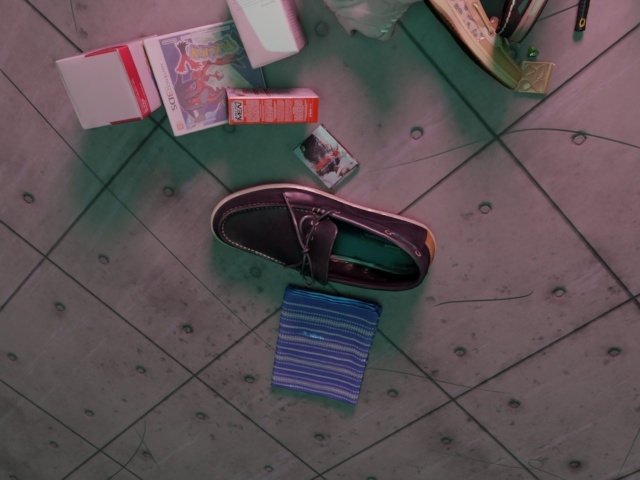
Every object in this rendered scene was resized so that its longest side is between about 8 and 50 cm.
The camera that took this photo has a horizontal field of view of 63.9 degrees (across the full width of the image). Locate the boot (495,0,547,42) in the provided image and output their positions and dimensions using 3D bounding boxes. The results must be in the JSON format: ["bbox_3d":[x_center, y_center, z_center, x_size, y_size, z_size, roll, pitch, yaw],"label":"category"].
[{"bbox_3d":[0.242,-0.518,0.773,0.284,0.138,0.378,13,112,5],"label":"boot"}]

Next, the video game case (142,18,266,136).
[{"bbox_3d":[-0.212,-0.315,0.991,0.201,0.023,0.184,-18,116,-11],"label":"video game case"}]

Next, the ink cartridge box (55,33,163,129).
[{"bbox_3d":[-0.378,-0.305,0.978,0.128,0.176,0.127,-7,119,13],"label":"ink cartridge box"}]

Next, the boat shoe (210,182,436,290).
[{"bbox_3d":[0.000,0.000,1.098,0.499,0.156,0.187,12,120,3],"label":"boat shoe"}]

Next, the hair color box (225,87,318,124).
[{"bbox_3d":[-0.095,-0.258,0.981,0.167,0.093,0.053,-3,117,-12],"label":"hair color box"}]

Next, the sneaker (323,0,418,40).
[{"bbox_3d":[0.115,-0.401,0.874,0.232,0.090,0.115,18,152,49],"label":"sneaker"}]

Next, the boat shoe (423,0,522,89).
[{"bbox_3d":[0.265,-0.385,0.884,0.089,0.104,0.285,-40,102,19],"label":"boat shoe"}]

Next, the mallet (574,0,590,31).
[{"bbox_3d":[0.463,-0.455,0.862,0.062,0.039,0.190,-7,121,9],"label":"mallet"}]

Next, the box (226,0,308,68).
[{"bbox_3d":[-0.098,-0.410,0.908,0.091,0.130,0.171,-14,114,14],"label":"box"}]

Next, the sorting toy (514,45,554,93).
[{"bbox_3d":[0.399,-0.316,0.953,0.062,0.012,0.083,8,122,9],"label":"sorting toy"}]

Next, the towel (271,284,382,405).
[{"bbox_3d":[0.007,0.273,1.305,0.243,0.040,0.336,12,119,3],"label":"towel"}]

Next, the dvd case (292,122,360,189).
[{"bbox_3d":[0.012,-0.174,1.083,0.087,0.013,0.119,-39,107,24],"label":"dvd case"}]
